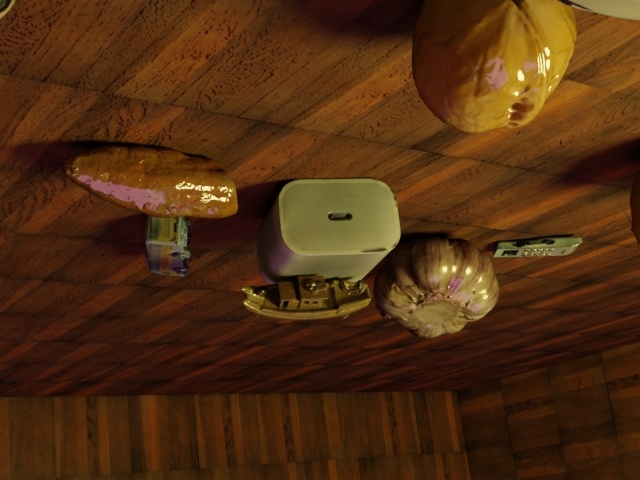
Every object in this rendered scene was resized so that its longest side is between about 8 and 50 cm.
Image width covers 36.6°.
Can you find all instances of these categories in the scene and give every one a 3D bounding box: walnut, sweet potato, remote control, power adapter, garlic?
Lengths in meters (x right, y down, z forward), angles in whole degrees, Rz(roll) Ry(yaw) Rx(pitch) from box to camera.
[{"bbox_3d":[0.167,-0.187,0.945,0.159,0.159,0.206,-6,158,-3],"label":"walnut"},{"bbox_3d":[-0.218,-0.080,1.268,0.252,0.097,0.097,11,156,-34],"label":"sweet potato"},{"bbox_3d":[0.428,0.012,1.916,0.166,0.029,0.065,-2,164,0],"label":"remote control"},{"bbox_3d":[0.000,0.000,1.546,0.187,0.124,0.255,-1,163,-14],"label":"power adapter"},{"bbox_3d":[0.219,0.073,1.830,0.245,0.160,0.245,4,145,3],"label":"garlic"}]

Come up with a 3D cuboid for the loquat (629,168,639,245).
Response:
[{"bbox_3d":[0.569,-0.071,1.455,0.234,0.176,0.187,-42,-175,36],"label":"loquat"}]

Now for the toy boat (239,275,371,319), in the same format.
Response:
[{"bbox_3d":[-0.024,0.088,1.511,0.206,0.064,0.072,-1,148,-16],"label":"toy boat"}]

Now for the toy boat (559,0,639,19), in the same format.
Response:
[{"bbox_3d":[0.222,-0.256,0.798,0.269,0.141,0.141,0,162,-19],"label":"toy boat"}]

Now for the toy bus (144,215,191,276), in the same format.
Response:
[{"bbox_3d":[-0.249,0.010,1.579,0.075,0.064,0.190,2,162,-8],"label":"toy bus"}]

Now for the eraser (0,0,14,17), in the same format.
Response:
[{"bbox_3d":[-0.414,-0.181,0.849,0.290,0.087,0.171,-22,155,38],"label":"eraser"}]
